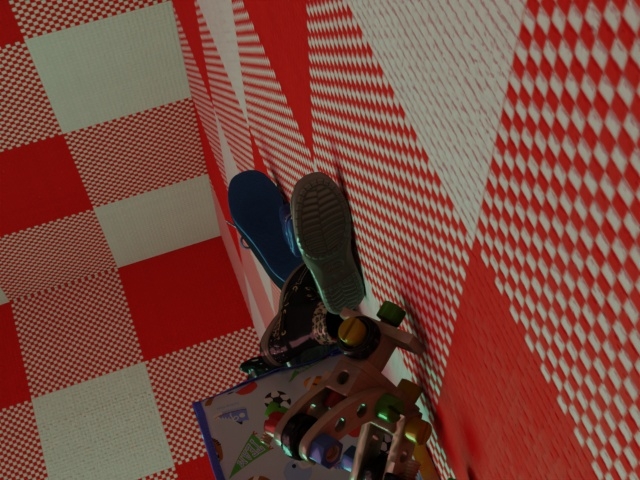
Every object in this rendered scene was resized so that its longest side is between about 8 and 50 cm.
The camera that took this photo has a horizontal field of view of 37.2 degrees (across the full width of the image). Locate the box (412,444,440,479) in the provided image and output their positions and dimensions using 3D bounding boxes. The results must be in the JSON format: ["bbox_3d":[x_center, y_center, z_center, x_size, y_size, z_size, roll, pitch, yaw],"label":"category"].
[{"bbox_3d":[0.145,0.327,1.455,0.081,0.028,0.136,92,156,-65],"label":"box"}]

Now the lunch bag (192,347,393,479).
[{"bbox_3d":[-0.017,0.404,1.642,0.239,0.328,0.385,97,152,-66],"label":"lunch bag"}]

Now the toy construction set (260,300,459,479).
[{"bbox_3d":[0.055,0.210,1.314,0.309,0.257,0.237,-3,61,64],"label":"toy construction set"}]

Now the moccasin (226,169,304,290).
[{"bbox_3d":[-0.114,-0.002,2.028,0.117,0.137,0.342,77,171,-53],"label":"moccasin"}]

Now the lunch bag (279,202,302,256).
[{"bbox_3d":[-0.031,-0.017,1.715,0.065,0.067,0.098,-122,16,-58],"label":"lunch bag"}]

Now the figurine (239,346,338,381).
[{"bbox_3d":[-0.053,0.289,1.978,0.215,0.209,0.092,81,167,-45],"label":"figurine"}]

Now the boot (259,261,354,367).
[{"bbox_3d":[-0.001,0.115,1.711,0.085,0.236,0.178,44,139,-21],"label":"boot"}]

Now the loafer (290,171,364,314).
[{"bbox_3d":[0.000,0.000,1.481,0.087,0.094,0.251,-129,23,-55],"label":"loafer"}]

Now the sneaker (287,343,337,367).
[{"bbox_3d":[-0.012,0.265,1.842,0.297,0.111,0.129,66,156,-3],"label":"sneaker"}]
